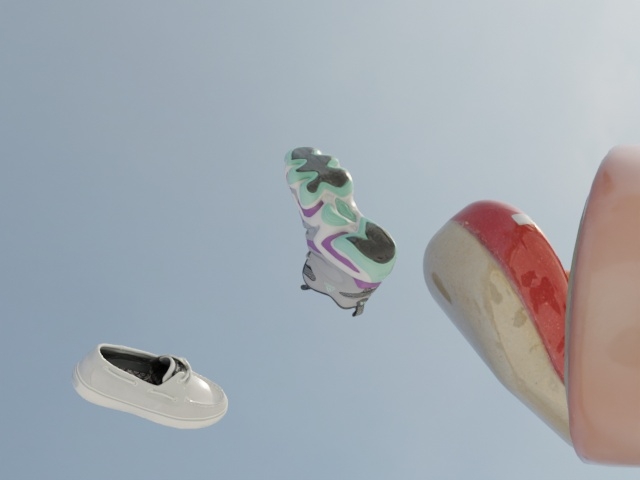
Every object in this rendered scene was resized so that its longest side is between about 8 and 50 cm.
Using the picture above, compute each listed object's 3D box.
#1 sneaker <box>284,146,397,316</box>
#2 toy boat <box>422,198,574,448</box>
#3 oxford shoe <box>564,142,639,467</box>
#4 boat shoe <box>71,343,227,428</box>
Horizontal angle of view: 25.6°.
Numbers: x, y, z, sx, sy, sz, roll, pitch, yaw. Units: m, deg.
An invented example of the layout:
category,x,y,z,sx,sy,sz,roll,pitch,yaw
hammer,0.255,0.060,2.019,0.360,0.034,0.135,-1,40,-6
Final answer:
category,x,y,z,sx,sy,sz,roll,pitch,yaw
sneaker,0.000,0.000,0.790,0.038,0.098,0.069,-9,-38,-31
toy boat,0.182,0.043,1.020,0.151,0.151,0.231,-43,-43,5
oxford shoe,0.213,0.016,0.569,0.397,0.146,0.141,-25,-63,-63
boat shoe,-0.171,0.148,1.496,0.184,0.066,0.063,22,-53,-27
